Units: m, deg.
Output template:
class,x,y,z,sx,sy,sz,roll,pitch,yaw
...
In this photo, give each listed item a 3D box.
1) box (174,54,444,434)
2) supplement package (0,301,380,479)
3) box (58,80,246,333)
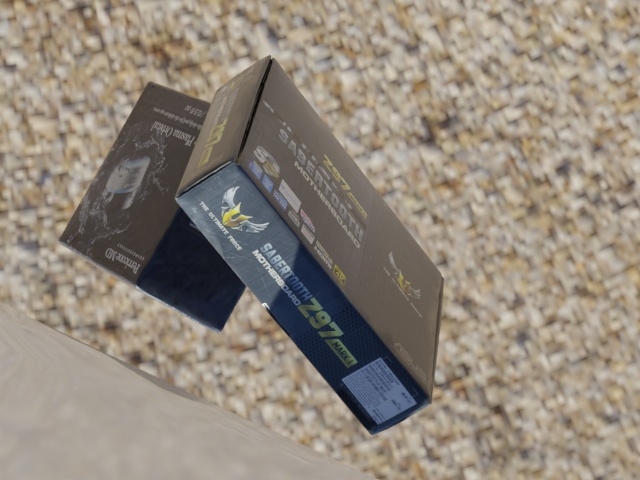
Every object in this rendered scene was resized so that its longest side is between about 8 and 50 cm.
class,x,y,z,sx,sy,sz,roll,pitch,yaw
box,0.000,0.000,1.327,0.059,0.183,0.233,-31,110,20
supplement package,-0.087,0.191,0.538,0.199,0.198,0.263,25,103,0
box,-0.109,-0.030,1.475,0.093,0.156,0.158,31,86,-34
